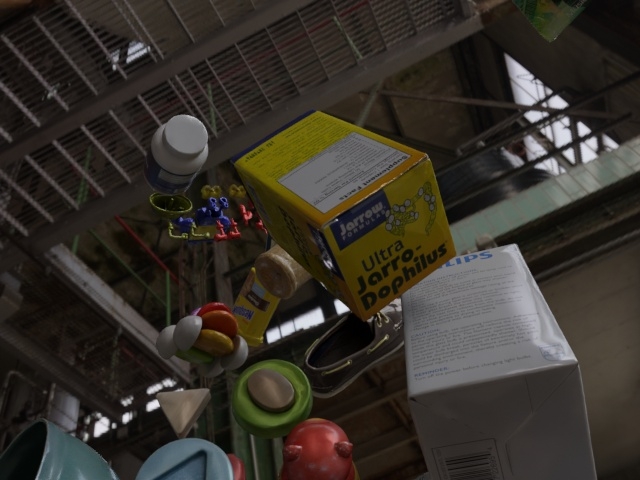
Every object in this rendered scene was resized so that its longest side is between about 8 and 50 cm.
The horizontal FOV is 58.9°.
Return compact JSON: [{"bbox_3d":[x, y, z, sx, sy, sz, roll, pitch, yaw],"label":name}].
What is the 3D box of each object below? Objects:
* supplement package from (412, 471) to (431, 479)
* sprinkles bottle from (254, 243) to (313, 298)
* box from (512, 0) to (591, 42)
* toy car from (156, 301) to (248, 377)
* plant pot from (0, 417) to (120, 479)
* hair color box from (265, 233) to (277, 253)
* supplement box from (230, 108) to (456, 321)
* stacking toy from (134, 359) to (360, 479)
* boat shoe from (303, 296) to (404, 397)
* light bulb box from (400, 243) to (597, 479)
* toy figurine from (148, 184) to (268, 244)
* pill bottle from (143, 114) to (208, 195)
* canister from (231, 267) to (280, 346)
[{"bbox_3d":[0.218,0.577,1.083,0.194,0.149,0.203,33,-54,-15],"label":"supplement package"},{"bbox_3d":[0.000,0.000,1.382,0.355,0.121,0.121,-39,-37,-38],"label":"sprinkles bottle"},{"bbox_3d":[0.594,-0.651,1.307,0.058,0.232,0.322,19,-50,-29],"label":"box"},{"bbox_3d":[-0.244,0.200,1.205,0.159,0.136,0.182,32,-40,-27],"label":"toy car"},{"bbox_3d":[-0.361,0.416,0.757,0.196,0.293,0.293,36,-67,-26],"label":"plant pot"},{"bbox_3d":[-0.072,-0.043,1.708,0.105,0.347,0.173,13,-60,4],"label":"hair color box"},{"bbox_3d":[0.026,-0.062,0.962,0.194,0.356,0.195,-34,-55,-13],"label":"supplement box"},{"bbox_3d":[-0.116,0.275,0.809,0.309,0.279,0.130,-12,-46,-11],"label":"stacking toy"},{"bbox_3d":[0.093,0.196,1.197,0.324,0.116,0.096,-35,-36,-22],"label":"boat shoe"},{"bbox_3d":[0.279,0.252,0.932,0.225,0.361,0.357,-13,-68,11],"label":"light bulb box"},{"bbox_3d":[-0.370,-0.029,1.738,0.363,0.191,0.217,-7,-28,-42],"label":"toy figurine"},{"bbox_3d":[-0.247,-0.147,0.974,0.094,0.094,0.169,10,-20,-22],"label":"pill bottle"},{"bbox_3d":[-0.170,0.170,1.474,0.073,0.126,0.170,21,-82,-41],"label":"canister"}]
